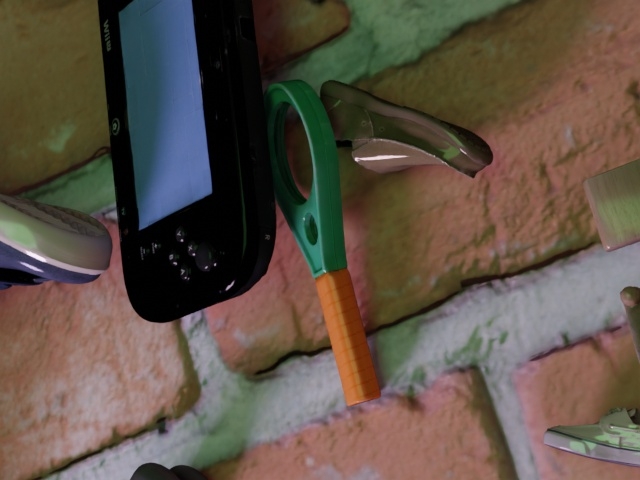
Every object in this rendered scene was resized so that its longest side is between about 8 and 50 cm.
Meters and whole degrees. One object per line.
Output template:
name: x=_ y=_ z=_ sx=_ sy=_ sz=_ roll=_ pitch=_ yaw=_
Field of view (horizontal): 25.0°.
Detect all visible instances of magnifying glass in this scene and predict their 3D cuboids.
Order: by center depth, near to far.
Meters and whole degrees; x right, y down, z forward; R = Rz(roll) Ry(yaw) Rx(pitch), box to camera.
magnifying glass: x=0.000 y=0.000 z=1.002 sx=0.092 sy=0.026 sz=0.231 roll=-34 pitch=71 yaw=65

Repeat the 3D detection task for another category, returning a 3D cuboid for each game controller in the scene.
game controller: x=-0.105 y=-0.103 z=1.061 sx=0.166 sy=0.067 sz=0.319 roll=-19 pitch=72 yaw=40

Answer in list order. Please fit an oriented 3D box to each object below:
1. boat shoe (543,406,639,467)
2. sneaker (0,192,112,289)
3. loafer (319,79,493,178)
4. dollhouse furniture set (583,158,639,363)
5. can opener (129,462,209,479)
boat shoe: x=0.187 y=0.120 z=0.888 sx=0.100 sy=0.035 sz=0.035 roll=5 pitch=78 yaw=28
sneaker: x=-0.303 y=0.024 z=1.139 sx=0.350 sy=0.131 sz=0.148 roll=11 pitch=86 yaw=41
loafer: x=0.054 y=-0.067 z=0.986 sx=0.148 sy=0.056 sz=0.050 roll=26 pitch=98 yaw=41
dollhouse furniture set: x=0.313 y=0.062 z=0.730 sx=0.303 sy=0.174 sz=0.356 roll=-23 pitch=71 yaw=19
can opener: x=-0.180 y=0.274 z=1.053 sx=0.093 sy=0.074 sz=0.280 roll=41 pitch=103 yaw=29
